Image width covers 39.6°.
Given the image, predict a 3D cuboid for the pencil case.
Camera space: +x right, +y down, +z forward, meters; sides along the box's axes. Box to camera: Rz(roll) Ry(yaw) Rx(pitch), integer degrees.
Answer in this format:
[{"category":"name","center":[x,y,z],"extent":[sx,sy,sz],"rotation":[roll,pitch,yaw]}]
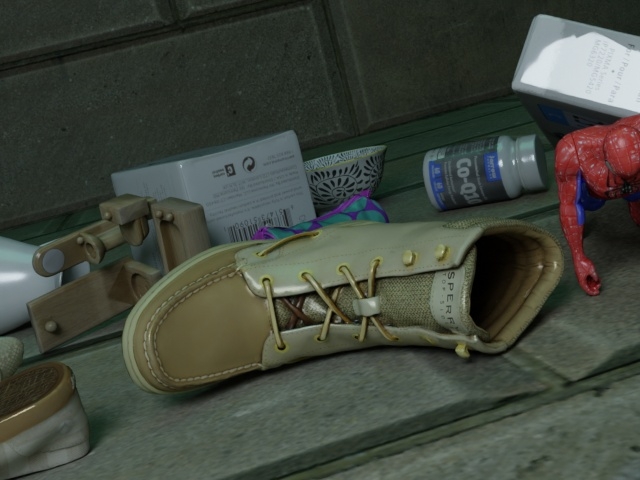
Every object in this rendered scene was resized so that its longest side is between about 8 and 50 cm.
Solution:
[{"category":"pencil case","center":[0.000,0.000,0.923],"extent":[0.151,0.070,0.064],"rotation":[-21,12,-37]}]

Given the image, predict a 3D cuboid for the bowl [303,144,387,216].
[{"category":"bowl","center":[0.024,-0.081,1.305],"extent":[0.170,0.080,0.170],"rotation":[-14,9,2]}]

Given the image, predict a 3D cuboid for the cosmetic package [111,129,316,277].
[{"category":"cosmetic package","center":[-0.117,-0.027,0.999],"extent":[0.151,0.152,0.183],"rotation":[-20,11,-34]}]

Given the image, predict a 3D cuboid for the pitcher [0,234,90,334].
[{"category":"pitcher","center":[-0.371,0.041,1.051],"extent":[0.207,0.126,0.178],"rotation":[-6,21,7]}]

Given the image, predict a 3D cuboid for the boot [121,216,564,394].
[{"category":"boot","center":[0.017,0.044,0.605],"extent":[0.262,0.095,0.203],"rotation":[-16,10,-36]}]

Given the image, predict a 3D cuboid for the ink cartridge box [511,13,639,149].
[{"category":"ink cartridge box","center":[0.315,-0.091,0.740],"extent":[0.261,0.066,0.296],"rotation":[18,2,23]}]

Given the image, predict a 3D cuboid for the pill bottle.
[{"category":"pill bottle","center":[0.201,-0.084,1.079],"extent":[0.137,0.078,0.078],"rotation":[-10,11,26]}]

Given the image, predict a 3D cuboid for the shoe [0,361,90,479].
[{"category":"shoe","center":[-0.251,0.143,0.556],"extent":[0.219,0.058,0.076],"rotation":[-19,30,-5]}]

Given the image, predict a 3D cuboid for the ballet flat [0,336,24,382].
[{"category":"ballet flat","center":[-0.318,0.133,0.732],"extent":[0.168,0.057,0.052],"rotation":[-24,41,-28]}]

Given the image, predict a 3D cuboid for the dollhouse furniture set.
[{"category":"dollhouse furniture set","center":[-0.194,0.039,0.849],"extent":[0.151,0.144,0.123],"rotation":[15,33,41]}]

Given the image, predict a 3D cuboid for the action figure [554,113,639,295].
[{"category":"action figure","center":[0.225,-0.009,0.653],"extent":[0.091,0.139,0.280],"rotation":[-15,-13,14]}]
